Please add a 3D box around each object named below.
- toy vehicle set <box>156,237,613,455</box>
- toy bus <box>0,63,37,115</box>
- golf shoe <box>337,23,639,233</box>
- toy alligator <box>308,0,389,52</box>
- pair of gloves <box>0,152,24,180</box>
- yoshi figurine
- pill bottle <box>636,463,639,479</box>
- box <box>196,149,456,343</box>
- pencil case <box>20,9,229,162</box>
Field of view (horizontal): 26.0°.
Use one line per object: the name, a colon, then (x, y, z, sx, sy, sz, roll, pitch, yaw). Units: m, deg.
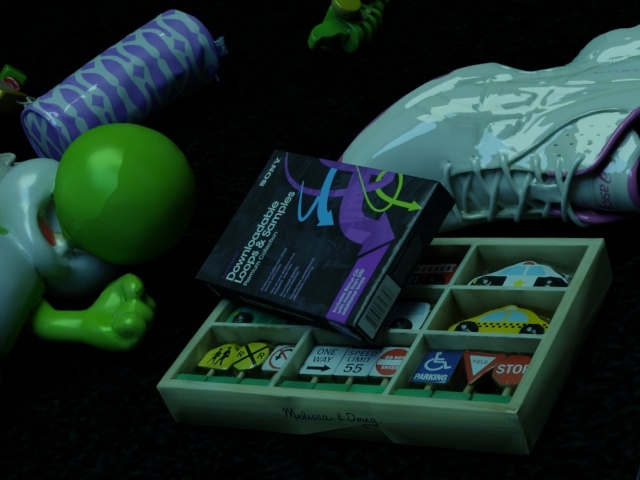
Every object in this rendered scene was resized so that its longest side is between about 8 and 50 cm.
toy vehicle set: (0.042, 0.062, 0.922, 0.267, 0.035, 0.166, 0, 37, 32)
toy bus: (-0.398, -0.152, 1.455, 0.104, 0.191, 0.202, -58, 37, 8)
golf shoe: (0.154, -0.061, 0.974, 0.306, 0.115, 0.140, -20, 34, 6)
toy alligator: (0.044, -0.232, 1.372, 0.051, 0.056, 0.190, 31, 44, 2)
pair of gloves: (-0.402, -0.033, 1.347, 0.240, 0.042, 0.204, 8, 42, 39)
yoshi figurine: (-0.226, 0.017, 1.033, 0.203, 0.203, 0.362, 21, 47, 28)
pill bottle: (0.182, 0.182, 0.533, 0.153, 0.153, 0.265, -5, 36, 27)
box: (0.000, 0.000, 0.946, 0.162, 0.029, 0.116, 13, 65, 46)
pencil case: (-0.189, -0.142, 1.336, 0.206, 0.088, 0.086, -38, 41, -26)
